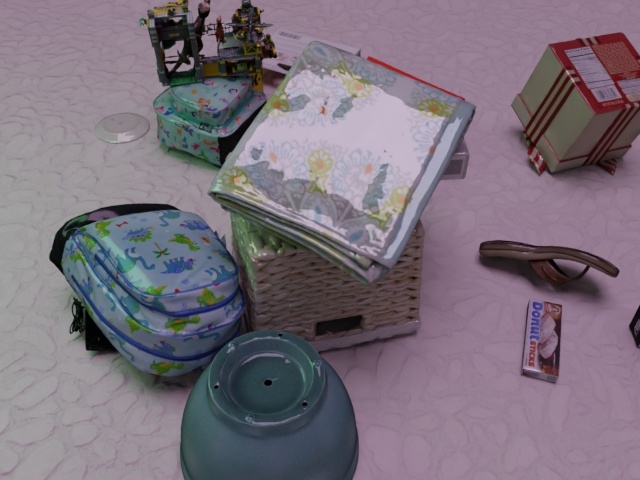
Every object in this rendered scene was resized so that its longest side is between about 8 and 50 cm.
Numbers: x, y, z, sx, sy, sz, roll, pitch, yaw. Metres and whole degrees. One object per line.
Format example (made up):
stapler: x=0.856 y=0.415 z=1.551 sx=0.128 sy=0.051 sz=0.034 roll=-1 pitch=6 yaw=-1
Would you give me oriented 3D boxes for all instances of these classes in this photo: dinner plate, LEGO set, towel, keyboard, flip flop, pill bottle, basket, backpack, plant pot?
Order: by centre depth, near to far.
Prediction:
plant pot: x=-0.081 y=0.264 z=1.078 sx=0.292 sy=0.196 sz=0.293 roll=1 pitch=42 yaw=-1
towel: x=0.041 y=-0.142 z=1.137 sx=0.320 sy=0.090 sz=0.375 roll=27 pitch=66 yaw=10
backpack: x=-0.285 y=0.080 z=1.254 sx=0.290 sy=0.273 sz=0.356 roll=-7 pitch=53 yaw=-37
basket: x=0.000 y=0.000 z=1.318 sx=0.328 sy=0.267 sz=0.331 roll=-9 pitch=42 yaw=-10
keyboard: x=-0.429 y=0.141 z=1.329 sx=0.100 sy=0.038 sz=0.192 roll=10 pitch=37 yaw=-26
flip flop: x=0.458 y=0.049 z=1.413 sx=0.276 sy=0.080 sz=0.112 roll=7 pitch=3 yaw=24
LEGO set: x=-0.270 y=-0.509 z=1.620 sx=0.331 sy=0.192 sz=0.255 roll=-2 pitch=51 yaw=-1
backpack: x=-0.282 y=-0.314 z=1.712 sx=0.253 sy=0.191 sz=0.225 roll=15 pitch=45 yaw=21
dinner plate: x=-0.515 y=-0.297 z=1.801 sx=0.141 sy=0.017 sz=0.141 roll=0 pitch=42 yaw=0
pill bottle: x=-0.213 y=-0.470 z=1.854 sx=0.119 sy=0.209 sz=0.119 roll=1 pitch=43 yaw=-1

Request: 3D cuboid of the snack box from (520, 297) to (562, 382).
snack box: x=0.417 y=0.184 z=1.307 sx=0.064 sy=0.022 sz=0.178 roll=11 pitch=44 yaw=12

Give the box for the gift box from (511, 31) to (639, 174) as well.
gift box: x=0.636 y=-0.306 z=1.683 sx=0.254 sy=0.258 sz=0.277 roll=-9 pitch=63 yaw=-14

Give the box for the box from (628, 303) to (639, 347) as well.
box: x=0.732 y=0.111 z=1.256 sx=0.269 sy=0.216 sz=0.060 roll=2 pitch=44 yaw=1

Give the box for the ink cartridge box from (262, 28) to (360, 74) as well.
ink cartridge box: x=-0.052 y=-0.515 z=2.019 sx=0.275 sy=0.060 sz=0.239 roll=19 pitch=46 yaw=16

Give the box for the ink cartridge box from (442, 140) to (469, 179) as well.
ink cartridge box: x=0.102 y=-0.209 z=1.304 sx=0.296 sy=0.066 sz=0.261 roll=-3 pitch=43 yaw=-4

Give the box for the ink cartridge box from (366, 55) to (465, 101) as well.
ink cartridge box: x=0.226 y=-0.365 z=1.786 sx=0.308 sy=0.091 sz=0.385 roll=24 pitch=43 yaw=1
